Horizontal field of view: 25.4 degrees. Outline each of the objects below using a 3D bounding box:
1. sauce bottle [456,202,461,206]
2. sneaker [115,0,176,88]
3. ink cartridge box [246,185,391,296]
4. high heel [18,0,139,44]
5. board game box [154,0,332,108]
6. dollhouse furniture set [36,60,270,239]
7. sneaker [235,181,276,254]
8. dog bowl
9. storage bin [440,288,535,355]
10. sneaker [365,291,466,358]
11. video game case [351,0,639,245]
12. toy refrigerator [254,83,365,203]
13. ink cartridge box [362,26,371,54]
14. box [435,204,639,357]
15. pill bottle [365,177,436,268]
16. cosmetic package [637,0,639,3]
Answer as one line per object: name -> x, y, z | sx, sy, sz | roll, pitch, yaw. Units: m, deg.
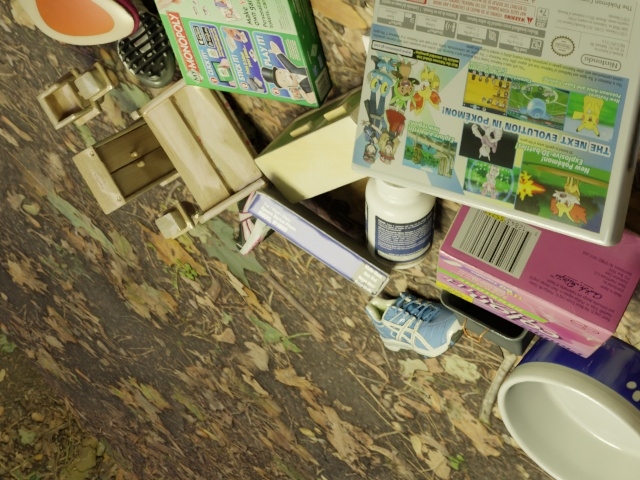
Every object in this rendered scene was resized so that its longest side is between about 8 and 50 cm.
sauce bottle -> 0.202, -0.051, 1.828 | 0.128, 0.042, 0.042 | 42, 153, 6
sneaker -> -0.247, -0.277, 2.010 | 0.234, 0.078, 0.106 | 54, -179, 41
ink cartridge box -> 0.000, 0.000, 2.022 | 0.223, 0.045, 0.224 | 34, -176, 2
high heel -> -0.384, -0.396, 2.017 | 0.377, 0.181, 0.127 | 24, 134, 17
board game box -> -0.118, -0.313, 1.814 | 0.213, 0.046, 0.317 | 14, 144, 26
dollhouse furniture set -> -0.196, -0.195, 2.153 | 0.355, 0.174, 0.303 | -28, 96, 32
sneaker -> -0.100, -0.048, 2.223 | 0.077, 0.072, 0.178 | 47, 144, 8
dog bowl -> 0.381, 0.245, 1.953 | 0.265, 0.104, 0.265 | 32, 152, 19
storage bin -> 0.239, 0.105, 1.960 | 0.135, 0.098, 0.091 | 27, 160, 27
sneaker -> 0.141, 0.123, 2.121 | 0.081, 0.080, 0.211 | 49, 151, -20
video game case -> 0.188, -0.179, 1.469 | 0.329, 0.036, 0.300 | 19, 108, 35
toy refrigerator -> 0.024, -0.136, 1.873 | 0.094, 0.102, 0.269 | 49, 153, -13
ink cartridge box -> 0.180, -0.171, 1.612 | 0.237, 0.100, 0.172 | 21, 146, 35
box -> 0.255, 0.029, 1.668 | 0.213, 0.117, 0.243 | 26, 173, 8
pill bottle -> 0.107, -0.045, 1.903 | 0.094, 0.094, 0.169 | 31, 151, 21
cosmetic package -> 0.364, -0.274, 1.214 | 0.127, 0.107, 0.238 | 46, 150, -14
